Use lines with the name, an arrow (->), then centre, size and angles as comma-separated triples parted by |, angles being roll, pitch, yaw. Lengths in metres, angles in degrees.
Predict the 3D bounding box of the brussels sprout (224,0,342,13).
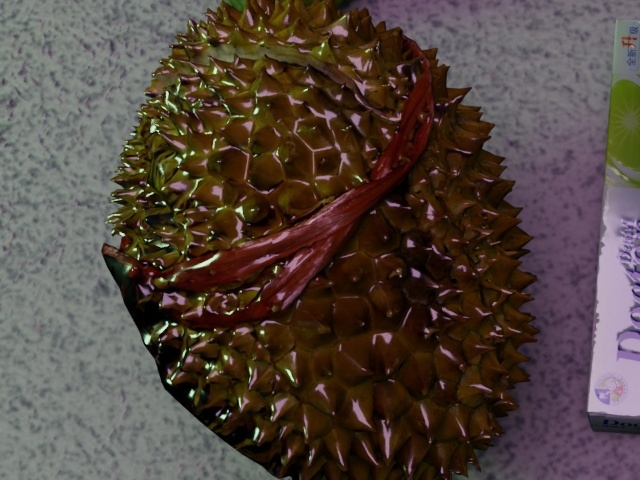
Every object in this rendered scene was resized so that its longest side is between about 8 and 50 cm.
brussels sprout -> -0.030, -0.259, 1.462 | 0.155, 0.117, 0.155 | -7, 68, 18

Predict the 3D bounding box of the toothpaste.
toothpaste -> 0.267, -0.013, 1.354 | 0.081, 0.067, 0.337 | 3, 72, 14

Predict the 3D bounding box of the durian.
durian -> 0.001, 0.002, 1.248 | 0.347, 0.347, 0.384 | -8, 109, 7
